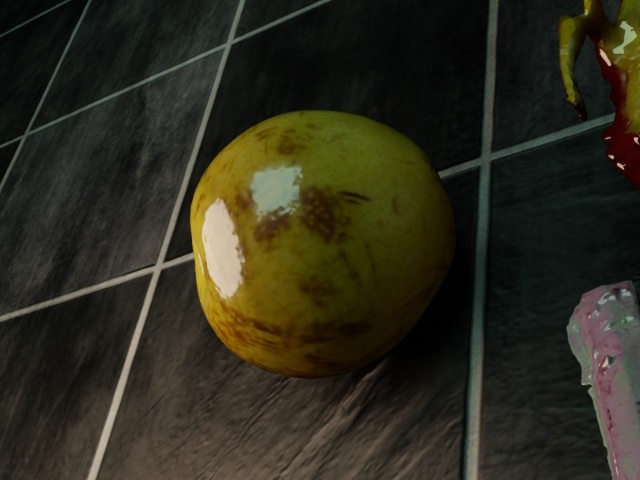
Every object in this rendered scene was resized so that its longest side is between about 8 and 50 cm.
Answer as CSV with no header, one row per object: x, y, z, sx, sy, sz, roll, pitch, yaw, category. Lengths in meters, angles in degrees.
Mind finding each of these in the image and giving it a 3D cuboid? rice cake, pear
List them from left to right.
0.000,0.000,1.036,0.281,0.281,0.280,-24,39,22,pear
0.247,0.151,0.835,0.081,0.051,0.290,-20,41,25,rice cake

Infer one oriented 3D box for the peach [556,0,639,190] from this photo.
0.391,-0.163,0.814,0.406,0.310,0.335,-87,17,-57,peach
